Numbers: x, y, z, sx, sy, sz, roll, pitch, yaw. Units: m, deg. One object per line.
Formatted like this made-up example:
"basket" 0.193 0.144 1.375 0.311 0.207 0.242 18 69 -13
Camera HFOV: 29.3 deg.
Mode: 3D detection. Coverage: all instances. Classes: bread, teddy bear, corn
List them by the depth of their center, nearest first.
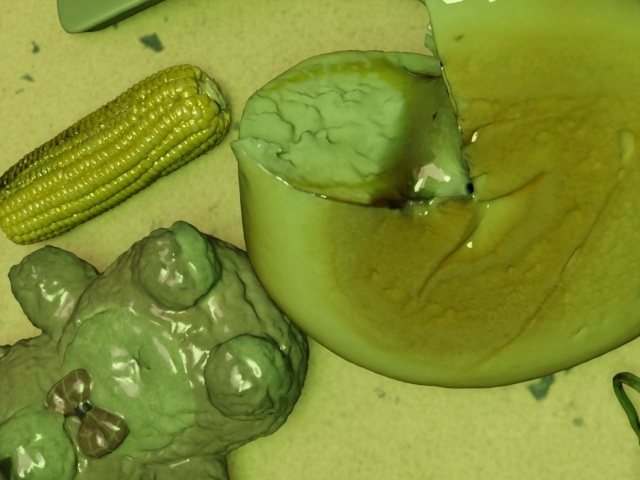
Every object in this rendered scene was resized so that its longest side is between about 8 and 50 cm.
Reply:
"bread" 0.108 -0.054 0.735 0.333 0.333 0.160 -19 39 16
"teddy bear" -0.138 0.107 0.855 0.267 0.151 0.236 -33 80 8
"corn" -0.159 -0.063 0.925 0.203 0.072 0.072 -30 75 14

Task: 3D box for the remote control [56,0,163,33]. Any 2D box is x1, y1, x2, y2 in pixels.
"remote control" -0.092 -0.223 0.875 0.309 0.038 0.090 -11 78 44

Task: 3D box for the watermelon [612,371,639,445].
"watermelon" 0.250 0.133 0.723 0.187 0.140 0.141 33 95 23
